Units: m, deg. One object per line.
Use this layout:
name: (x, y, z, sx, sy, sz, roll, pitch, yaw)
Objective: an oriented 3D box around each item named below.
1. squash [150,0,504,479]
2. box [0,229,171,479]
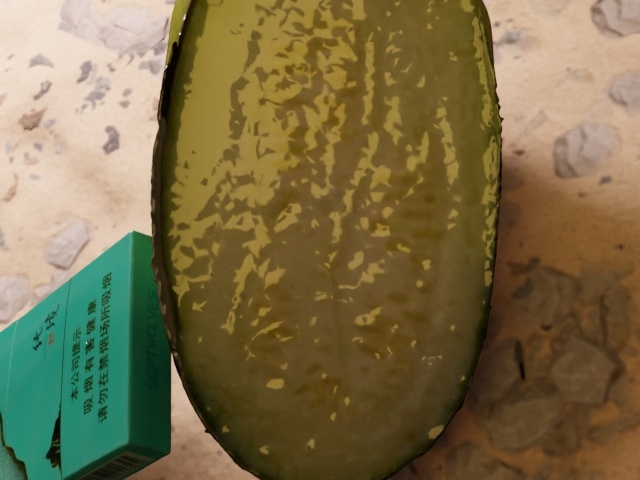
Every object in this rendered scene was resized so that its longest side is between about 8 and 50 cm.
squash: (0.000, 0.000, 0.921, 0.233, 0.210, 0.309, 4, 57, -1)
box: (-0.184, 0.112, 0.982, 0.226, 0.042, 0.161, -32, 48, 41)
